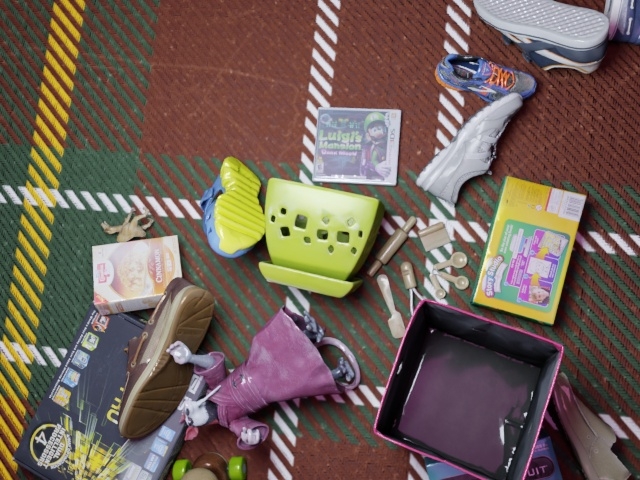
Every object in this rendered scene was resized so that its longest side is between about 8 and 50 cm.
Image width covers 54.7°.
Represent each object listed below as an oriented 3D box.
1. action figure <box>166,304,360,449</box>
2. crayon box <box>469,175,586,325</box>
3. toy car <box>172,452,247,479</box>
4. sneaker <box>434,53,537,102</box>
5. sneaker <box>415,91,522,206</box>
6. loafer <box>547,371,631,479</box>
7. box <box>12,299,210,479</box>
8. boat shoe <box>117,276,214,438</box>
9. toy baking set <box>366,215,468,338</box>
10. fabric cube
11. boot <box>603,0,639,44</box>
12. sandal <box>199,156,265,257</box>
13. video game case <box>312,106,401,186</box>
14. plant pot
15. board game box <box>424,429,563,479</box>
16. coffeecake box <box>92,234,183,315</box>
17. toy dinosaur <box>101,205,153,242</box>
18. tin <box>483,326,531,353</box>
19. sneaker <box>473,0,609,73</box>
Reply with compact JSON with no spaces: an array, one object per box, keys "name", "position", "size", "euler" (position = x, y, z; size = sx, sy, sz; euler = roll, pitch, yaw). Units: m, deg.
[{"name":"action figure","position":[-0.138,0.284,1.276],"size":[0.370,0.275,0.248],"euler":[-33,74,11]},{"name":"crayon box","position":[0.428,0.022,1.290],"size":[0.165,0.081,0.279],"euler":[16,86,10]},{"name":"toy car","position":[-0.247,0.528,1.274],"size":[0.154,0.188,0.149],"euler":[-6,82,8]},{"name":"sneaker","position":[0.357,-0.352,1.341],"size":[0.221,0.087,0.083],"euler":[13,86,10]},{"name":"sneaker","position":[0.336,-0.195,1.331],"size":[0.115,0.105,0.281],"euler":[43,102,-1]},{"name":"loafer","position":[0.526,0.374,1.231],"size":[0.092,0.102,0.269],"euler":[-25,90,3]},{"name":"box","position":[-0.443,0.374,1.368],"size":[0.318,0.097,0.395],"euler":[27,86,8]},{"name":"boat shoe","position":[-0.339,0.237,1.284],"size":[0.123,0.123,0.342],"euler":[26,95,39]},{"name":"toy baking set","position":[0.205,0.077,1.342],"size":[0.196,0.030,0.256],"euler":[43,91,10]},{"name":"fabric cube","position":[0.268,0.286,1.142],"size":[0.259,0.258,0.254],"euler":[19,77,17]},{"name":"boot","position":[0.667,-0.517,1.333],"size":[0.086,0.069,0.190],"euler":[13,93,2]},{"name":"sandal","position":[-0.197,-0.050,1.317],"size":[0.126,0.317,0.138],"euler":[37,111,-21]},{"name":"video game case","position":[0.082,-0.213,1.398],"size":[0.190,0.022,0.173],"euler":[4,84,9]},{"name":"plant pot","position":[0.000,0.000,1.288],"size":[0.228,0.227,0.207],"euler":[13,91,9]},{"name":"board game box","position":[0.375,0.580,1.234],"size":[0.253,0.079,0.336],"euler":[-16,82,6]},{"name":"coffeecake box","position":[-0.399,0.076,1.365],"size":[0.185,0.068,0.142],"euler":[-8,62,-10]},{"name":"toy dinosaur","position":[-0.422,-0.028,1.413],"size":[0.183,0.053,0.093],"euler":[9,51,40]},{"name":"tin","position":[0.381,0.269,1.292],"size":[0.106,0.040,0.190],"euler":[29,88,6]},{"name":"sneaker","position":[0.463,-0.452,1.329],"size":[0.126,0.127,0.321],"euler":[-43,55,-4]}]
